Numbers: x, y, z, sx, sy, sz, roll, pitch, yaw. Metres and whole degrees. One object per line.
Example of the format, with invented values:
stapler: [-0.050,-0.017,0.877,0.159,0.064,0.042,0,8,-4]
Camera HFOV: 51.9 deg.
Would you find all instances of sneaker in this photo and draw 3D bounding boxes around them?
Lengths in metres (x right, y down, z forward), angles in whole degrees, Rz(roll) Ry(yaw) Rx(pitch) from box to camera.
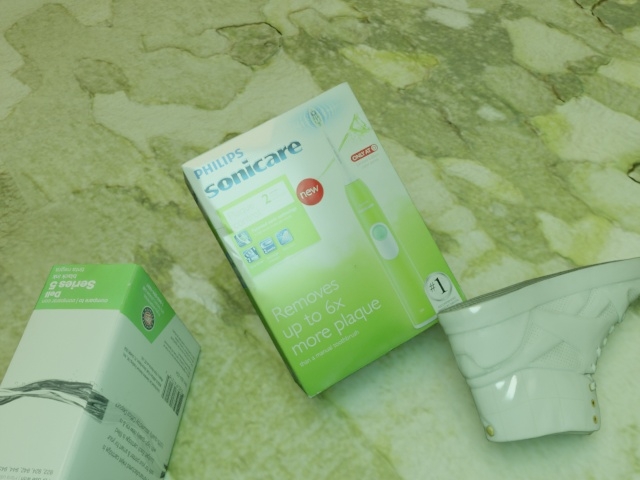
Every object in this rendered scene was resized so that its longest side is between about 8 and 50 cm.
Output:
sneaker: [0.269,0.119,0.713,0.293,0.108,0.169,-14,83,-26]

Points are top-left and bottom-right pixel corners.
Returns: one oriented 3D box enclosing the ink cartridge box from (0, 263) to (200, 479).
ink cartridge box: [-0.243,0.190,0.710,0.115,0.198,0.272,0,53,14]

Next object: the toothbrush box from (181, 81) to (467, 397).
toothbrush box: [0.000,0.000,0.754,0.206,0.122,0.283,-28,90,-10]
